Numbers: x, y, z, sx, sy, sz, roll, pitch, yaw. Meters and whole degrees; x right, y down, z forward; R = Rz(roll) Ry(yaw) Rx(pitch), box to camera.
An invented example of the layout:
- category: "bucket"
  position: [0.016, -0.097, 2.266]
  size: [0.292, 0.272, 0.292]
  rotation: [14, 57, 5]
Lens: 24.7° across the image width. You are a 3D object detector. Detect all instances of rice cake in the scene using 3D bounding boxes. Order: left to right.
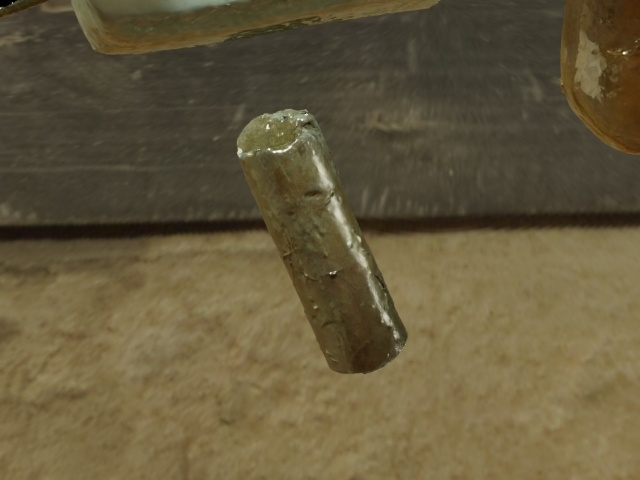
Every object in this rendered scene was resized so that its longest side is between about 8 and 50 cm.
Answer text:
- category: "rice cake"
  position: [-0.025, -0.135, 0.722]
  size: [0.206, 0.069, 0.063]
  rotation: [-11, 82, -16]

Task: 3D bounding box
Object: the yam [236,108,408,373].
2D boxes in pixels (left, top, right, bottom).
- category: "yam"
  position: [0.000, 0.000, 1.423]
  size: [0.093, 0.093, 0.259]
  rotation: [-21, 109, 8]

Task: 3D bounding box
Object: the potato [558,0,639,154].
- category: "potato"
  position: [0.246, -0.168, 1.168]
  size: [0.081, 0.164, 0.200]
  rotation: [-8, 100, -39]

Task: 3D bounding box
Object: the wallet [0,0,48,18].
- category: "wallet"
  position: [-0.166, -0.229, 1.026]
  size: [0.160, 0.236, 0.055]
  rotation: [-14, 118, 33]
